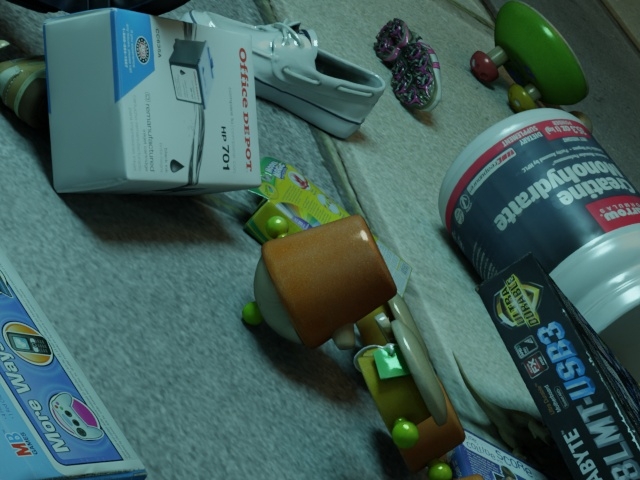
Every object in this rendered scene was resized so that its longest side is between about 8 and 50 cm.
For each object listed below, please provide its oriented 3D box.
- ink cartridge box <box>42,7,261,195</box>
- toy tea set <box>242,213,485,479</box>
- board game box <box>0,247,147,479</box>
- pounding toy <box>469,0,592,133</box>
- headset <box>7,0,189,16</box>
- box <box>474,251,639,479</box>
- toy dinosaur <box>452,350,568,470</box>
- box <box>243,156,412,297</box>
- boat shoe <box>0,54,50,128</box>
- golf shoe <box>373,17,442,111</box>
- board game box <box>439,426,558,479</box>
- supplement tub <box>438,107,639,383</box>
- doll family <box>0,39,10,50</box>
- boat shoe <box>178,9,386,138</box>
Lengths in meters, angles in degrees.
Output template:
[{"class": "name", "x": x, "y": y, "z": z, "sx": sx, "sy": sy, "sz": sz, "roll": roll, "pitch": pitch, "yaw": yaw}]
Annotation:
[{"class": "ink cartridge box", "x": -0.136, "y": -0.109, "z": 1.309, "sx": 0.190, "sy": 0.082, "sz": 0.140, "roll": -1, "pitch": 86, "yaw": -57}, {"class": "toy tea set", "x": 0.032, "y": 0.125, "z": 1.243, "sx": 0.336, "sy": 0.124, "sz": 0.200, "roll": -111, "pitch": 175, "yaw": -54}, {"class": "board game box", "x": -0.289, "y": 0.044, "z": 0.848, "sx": 0.302, "sy": 0.086, "sz": 0.308, "roll": 5, "pitch": 42, "yaw": -55}, {"class": "pounding toy", "x": 0.302, "y": -0.235, "z": 2.348, "sx": 0.183, "sy": 0.110, "sz": 0.237, "roll": 46, "pitch": -10, "yaw": 39}, {"class": "headset", "x": -0.220, "y": -0.306, "z": 1.337, "sx": 0.394, "sy": 0.243, "sz": 0.185, "roll": 4, "pitch": 1, "yaw": 23}, {"class": "box", "x": 0.278, "y": 0.193, "z": 1.424, "sx": 0.293, "sy": 0.073, "sz": 0.295, "roll": 46, "pitch": 14, "yaw": -46}, {"class": "toy dinosaur", "x": 0.179, "y": 0.172, "z": 1.449, "sx": 0.183, "sy": 0.053, "sz": 0.092, "roll": 33, "pitch": 8, "yaw": -40}, {"class": "box", "x": 0.000, "y": 0.000, "z": 1.462, "sx": 0.179, "sy": 0.043, "sz": 0.105, "roll": 42, "pitch": 22, "yaw": -6}, {"class": "boat shoe", "x": -0.209, "y": -0.140, "z": 1.354, "sx": 0.072, "sy": 0.068, "sz": 0.190, "roll": 33, "pitch": 17, "yaw": 21}, {"class": "golf shoe", "x": 0.132, "y": -0.220, "z": 2.049, "sx": 0.086, "sy": 0.067, "sz": 0.186, "roll": 30, "pitch": 24, "yaw": -29}, {"class": "board game box", "x": 0.185, "y": 0.244, "z": 1.323, "sx": 0.201, "sy": 0.035, "sz": 0.136, "roll": 31, "pitch": 25, "yaw": -25}, {"class": "supplement tub", "x": 0.265, "y": 0.010, "z": 1.679, "sx": 0.191, "sy": 0.191, "sz": 0.272, "roll": 15, "pitch": 34, "yaw": -48}, {"class": "doll family", "x": -0.319, "y": -0.169, "z": 1.202, "sx": 0.111, "sy": 0.076, "sz": 0.193, "roll": 59, "pitch": 15, "yaw": -9}, {"class": "boat shoe", "x": -0.039, "y": -0.199, "z": 1.706, "sx": 0.258, "sy": 0.084, "sz": 0.095, "roll": 22, "pitch": 29, "yaw": -40}]
